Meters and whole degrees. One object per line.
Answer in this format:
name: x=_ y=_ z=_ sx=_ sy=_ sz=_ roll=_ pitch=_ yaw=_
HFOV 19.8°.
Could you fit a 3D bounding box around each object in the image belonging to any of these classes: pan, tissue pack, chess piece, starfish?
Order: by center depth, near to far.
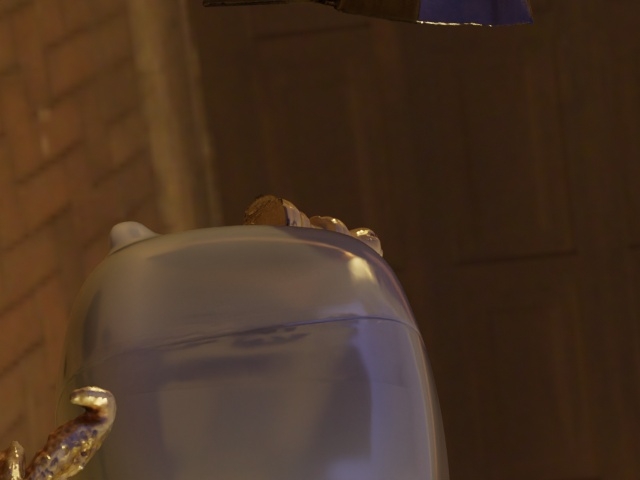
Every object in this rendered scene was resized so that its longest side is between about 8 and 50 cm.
starfish: x=-0.112 y=0.147 z=0.639 sx=0.150 sy=0.053 sz=0.209 roll=118 pitch=-8 yaw=-65
tissue pack: x=-0.042 y=0.133 z=1.120 sx=0.333 sy=0.230 sz=0.236 roll=91 pitch=-10 yaw=-60
pan: x=0.034 y=-0.166 z=1.169 sx=0.128 sy=0.202 sz=0.048 roll=-138 pitch=-131 yaw=-73
chess piece: x=0.001 y=-0.001 z=1.760 sx=0.172 sy=0.060 sz=0.060 roll=16 pitch=65 yaw=-50
